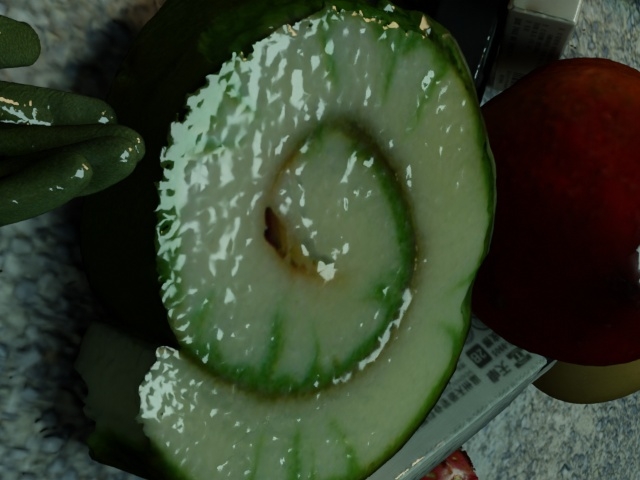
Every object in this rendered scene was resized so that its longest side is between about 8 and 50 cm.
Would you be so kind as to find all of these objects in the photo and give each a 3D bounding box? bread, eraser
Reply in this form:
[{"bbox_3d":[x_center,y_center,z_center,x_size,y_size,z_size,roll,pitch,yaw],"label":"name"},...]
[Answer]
[{"bbox_3d":[-0.032,0.009,0.803,0.382,0.129,0.366,-49,131,-20],"label":"bread"},{"bbox_3d":[0.092,0.153,1.036,0.404,0.098,0.096,-29,157,-39],"label":"eraser"}]

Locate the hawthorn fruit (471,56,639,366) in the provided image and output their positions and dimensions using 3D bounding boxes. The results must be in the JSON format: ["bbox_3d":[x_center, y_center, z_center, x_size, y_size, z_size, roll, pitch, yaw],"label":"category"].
[{"bbox_3d":[0.250,-0.005,0.983,0.265,0.307,0.265,-44,158,-23],"label":"hawthorn fruit"}]

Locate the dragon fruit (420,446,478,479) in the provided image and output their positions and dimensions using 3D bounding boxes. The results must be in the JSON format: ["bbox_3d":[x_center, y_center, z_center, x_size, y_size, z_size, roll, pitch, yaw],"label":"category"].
[{"bbox_3d":[0.066,0.254,1.087,0.111,0.153,0.153,18,84,-33],"label":"dragon fruit"}]

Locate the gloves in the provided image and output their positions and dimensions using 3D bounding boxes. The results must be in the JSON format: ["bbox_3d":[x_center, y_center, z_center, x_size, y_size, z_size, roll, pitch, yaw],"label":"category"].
[{"bbox_3d":[-0.211,-0.056,0.580,0.268,0.107,0.135,-4,95,-49],"label":"gloves"}]

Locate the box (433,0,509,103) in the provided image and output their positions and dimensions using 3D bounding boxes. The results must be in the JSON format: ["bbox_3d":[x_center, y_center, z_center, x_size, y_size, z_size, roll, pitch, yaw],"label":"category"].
[{"bbox_3d":[0.164,-0.260,1.061,0.211,0.058,0.350,72,35,-74],"label":"box"}]

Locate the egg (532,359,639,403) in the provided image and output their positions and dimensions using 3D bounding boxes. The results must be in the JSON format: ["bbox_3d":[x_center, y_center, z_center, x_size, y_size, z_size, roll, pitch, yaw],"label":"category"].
[{"bbox_3d":[0.339,0.039,1.309,0.322,0.250,0.250,-58,142,-16],"label":"egg"}]

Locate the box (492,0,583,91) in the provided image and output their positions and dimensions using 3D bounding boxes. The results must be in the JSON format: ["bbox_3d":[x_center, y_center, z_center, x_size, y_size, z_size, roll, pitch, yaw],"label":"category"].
[{"bbox_3d":[0.229,-0.271,1.071,0.353,0.069,0.214,23,84,-84],"label":"box"}]
